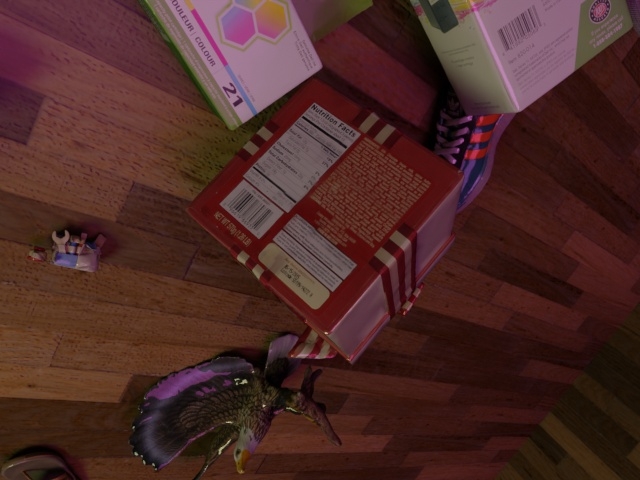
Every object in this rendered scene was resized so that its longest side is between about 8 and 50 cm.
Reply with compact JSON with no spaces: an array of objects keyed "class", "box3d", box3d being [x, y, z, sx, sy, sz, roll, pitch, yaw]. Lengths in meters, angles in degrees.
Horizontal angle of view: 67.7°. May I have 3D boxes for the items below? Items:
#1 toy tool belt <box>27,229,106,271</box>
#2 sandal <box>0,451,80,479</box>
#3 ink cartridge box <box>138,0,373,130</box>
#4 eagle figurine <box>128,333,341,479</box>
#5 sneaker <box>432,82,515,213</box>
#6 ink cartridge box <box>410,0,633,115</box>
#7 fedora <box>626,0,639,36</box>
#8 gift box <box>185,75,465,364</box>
[{"class":"toy tool belt","box3d":[-0.319,0.008,0.604,0.083,0.052,0.051,19,77,-41]},{"class":"sandal","box3d":[-0.442,0.402,0.779,0.072,0.049,0.180,-26,129,-14]},{"class":"ink cartridge box","box3d":[-0.056,-0.278,0.526,0.255,0.097,0.189,-36,125,-5]},{"class":"eagle figurine","box3d":[-0.144,0.311,0.839,0.298,0.225,0.227,-16,88,15]},{"class":"sneaker","box3d":[0.228,-0.186,0.767,0.121,0.108,0.302,19,100,-37]},{"class":"ink cartridge box","box3d":[0.213,-0.362,0.588,0.207,0.119,0.354,-36,111,-6]},{"class":"fedora","box3d":[0.539,-0.446,0.763,0.275,0.124,0.244,29,100,-31]},{"class":"gift box","box3d":[0.000,0.000,0.614,0.276,0.255,0.258,-44,158,-6]}]
